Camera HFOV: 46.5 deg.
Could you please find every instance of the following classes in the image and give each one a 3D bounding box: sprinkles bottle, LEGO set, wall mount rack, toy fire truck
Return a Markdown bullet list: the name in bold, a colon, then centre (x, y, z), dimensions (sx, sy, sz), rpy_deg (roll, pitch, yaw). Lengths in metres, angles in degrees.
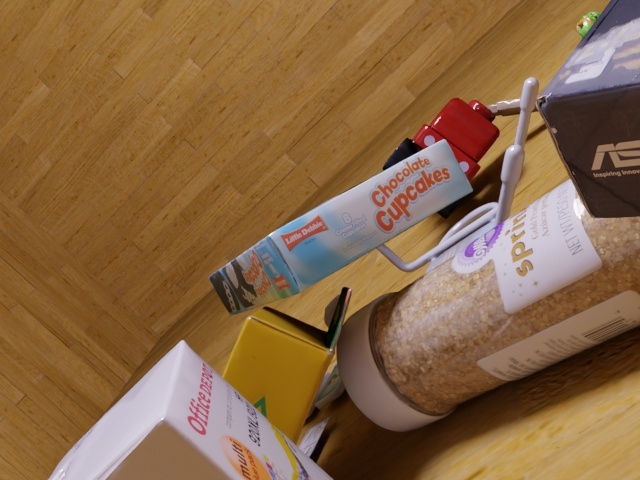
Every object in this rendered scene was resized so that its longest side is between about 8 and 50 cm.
- **sprinkles bottle**: centre (0.165, 0.040, 0.582), dimensions (0.355, 0.121, 0.121), rpy_deg (-38, 12, 39)
- **LEGO set**: centre (-0.058, 0.242, 0.908), dimensions (0.182, 0.060, 0.244), rpy_deg (-43, 9, 41)
- **wall mount rack**: centre (0.153, -0.012, 0.843), dimensions (0.304, 0.130, 0.350), rpy_deg (-39, 11, 33)
- **toy fire truck**: centre (0.233, -0.155, 1.087), dimensions (0.246, 0.158, 0.217), rpy_deg (-52, -5, 12)

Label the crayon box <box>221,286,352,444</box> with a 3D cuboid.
- **crayon box**: centre (-0.065, 0.177, 0.686), dimensions (0.202, 0.081, 0.319), rpy_deg (97, -164, -86)

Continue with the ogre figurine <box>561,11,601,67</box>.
- **ogre figurine**: centre (0.407, -0.273, 1.012), dimensions (0.118, 0.097, 0.197), rpy_deg (-30, 15, -32)

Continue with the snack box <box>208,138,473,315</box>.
- **snack box**: centre (0.000, 0.000, 0.772), dimensions (0.187, 0.060, 0.322), rpy_deg (-30, 1, -20)

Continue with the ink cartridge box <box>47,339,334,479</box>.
- **ink cartridge box**: centre (-0.070, 0.217, 0.485), dimensions (0.168, 0.232, 0.171), rpy_deg (-46, 9, 0)

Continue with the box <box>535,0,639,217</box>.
- **box**: centre (0.344, -0.147, 0.335), dimensions (0.395, 0.097, 0.318), rpy_deg (-2, 42, 50)
